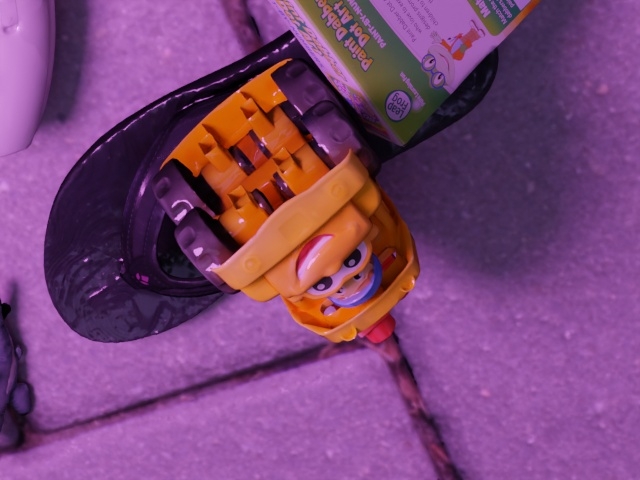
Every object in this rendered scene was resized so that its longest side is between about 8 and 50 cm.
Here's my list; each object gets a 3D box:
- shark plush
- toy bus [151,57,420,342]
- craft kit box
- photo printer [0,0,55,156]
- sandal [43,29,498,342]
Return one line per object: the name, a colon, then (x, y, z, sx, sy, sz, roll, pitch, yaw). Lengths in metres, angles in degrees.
shark plush: (-0.278, 0.112, 1.701, 0.073, 0.067, 0.161, 20, 118, -4)
toy bus: (0.000, 0.000, 1.438, 0.149, 0.220, 0.211, -39, 115, 4)
craft kit box: (0.065, -0.238, 1.385, 0.246, 0.061, 0.250, -47, 124, -13)
photo printer: (-0.360, -0.186, 1.532, 0.308, 0.107, 0.256, 1, 118, 5)
sandal: (-0.060, -0.059, 1.563, 0.446, 0.107, 0.167, -37, 108, 21)
